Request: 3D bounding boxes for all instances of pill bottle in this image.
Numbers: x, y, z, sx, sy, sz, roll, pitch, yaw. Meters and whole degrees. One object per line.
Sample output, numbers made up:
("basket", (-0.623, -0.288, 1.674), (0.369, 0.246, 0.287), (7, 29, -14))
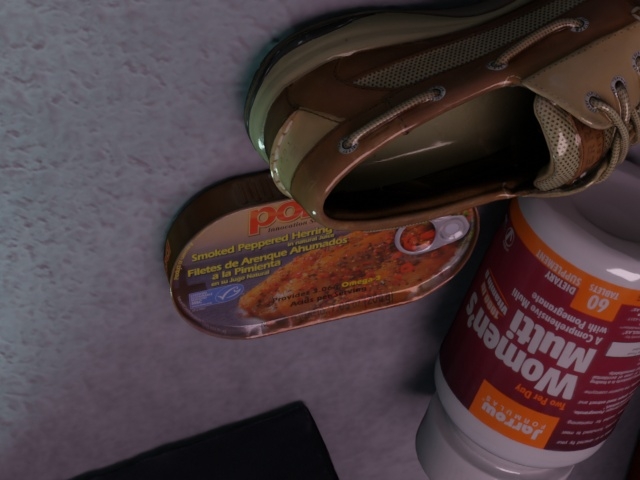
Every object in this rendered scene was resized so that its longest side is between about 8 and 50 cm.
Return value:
("pill bottle", (0.142, 0.062, 1.225), (0.121, 0.121, 0.221), (5, 128, -24))

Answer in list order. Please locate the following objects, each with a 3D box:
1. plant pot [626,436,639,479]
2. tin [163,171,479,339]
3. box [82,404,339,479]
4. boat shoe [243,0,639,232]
("plant pot", (0.344, 0.194, 1.342), (0.236, 0.267, 0.267), (4, 130, -6))
("tin", (0.000, 0.000, 1.177), (0.190, 0.040, 0.106), (-12, 137, -10))
("box", (-0.028, 0.459, 1.276), (0.297, 0.472, 0.480), (-21, 134, -3))
("boat shoe", (0.125, -0.075, 1.095), (0.324, 0.120, 0.122), (-17, 134, -5))
